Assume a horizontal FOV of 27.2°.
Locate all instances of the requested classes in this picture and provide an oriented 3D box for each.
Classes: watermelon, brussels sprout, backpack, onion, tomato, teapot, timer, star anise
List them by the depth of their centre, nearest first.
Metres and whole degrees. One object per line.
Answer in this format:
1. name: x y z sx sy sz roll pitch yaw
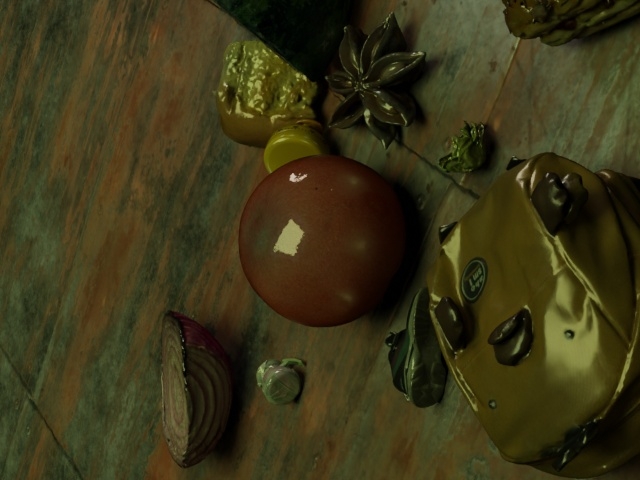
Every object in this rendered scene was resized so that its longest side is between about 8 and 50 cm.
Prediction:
1. backpack: 0.275 0.088 1.571 0.353 0.201 0.378 -55 42 39
2. brussels sprout: 0.202 -0.126 1.823 0.085 0.058 0.085 -163 90 -86
3. tomato: 0.000 0.000 1.943 0.256 0.225 0.255 -30 52 47
4. star anise: 0.084 -0.246 1.982 0.212 0.073 0.196 27 111 49
5. watermelon: -0.105 -0.435 2.061 0.293 0.250 0.283 15 68 22
6. timer: -0.037 -0.126 2.095 0.107 0.107 0.109 -48 17 38
7. teapot: -0.063 0.219 2.132 0.083 0.064 0.064 -46 33 -4
8. onion: -0.213 0.247 2.295 0.247 0.111 0.250 -146 55 -71

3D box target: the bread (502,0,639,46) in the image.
1. bread: 0.333 -0.407 1.589 0.325 0.167 0.277 -14 73 51

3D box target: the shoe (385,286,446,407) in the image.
1. shoe: 0.129 0.147 1.870 0.099 0.071 0.169 8 95 56

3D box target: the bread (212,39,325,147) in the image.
1. bread: -0.111 -0.248 2.193 0.252 0.133 0.174 4 83 55
